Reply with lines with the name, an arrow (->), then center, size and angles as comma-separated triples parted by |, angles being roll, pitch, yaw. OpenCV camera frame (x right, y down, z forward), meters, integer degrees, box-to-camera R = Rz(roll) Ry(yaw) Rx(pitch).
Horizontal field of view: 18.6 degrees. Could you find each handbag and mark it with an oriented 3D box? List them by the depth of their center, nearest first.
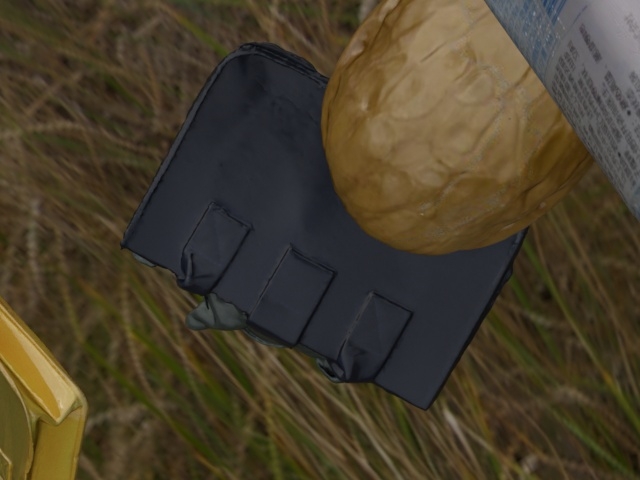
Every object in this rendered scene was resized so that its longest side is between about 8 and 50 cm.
handbag -> -0.125, 0.061, 0.764 | 0.027, 0.061, 0.083 | -17, 46, -35
handbag -> 0.000, 0.000, 1.787 | 0.326, 0.118, 0.269 | 30, 92, -5

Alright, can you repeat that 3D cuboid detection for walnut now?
walnut -> 0.098, -0.092, 1.352 | 0.222, 0.195, 0.195 | -41, 67, 25

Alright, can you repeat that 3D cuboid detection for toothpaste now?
toothpaste -> 0.091, -0.063, 0.604 | 0.057, 0.089, 0.234 | -22, 63, -25
